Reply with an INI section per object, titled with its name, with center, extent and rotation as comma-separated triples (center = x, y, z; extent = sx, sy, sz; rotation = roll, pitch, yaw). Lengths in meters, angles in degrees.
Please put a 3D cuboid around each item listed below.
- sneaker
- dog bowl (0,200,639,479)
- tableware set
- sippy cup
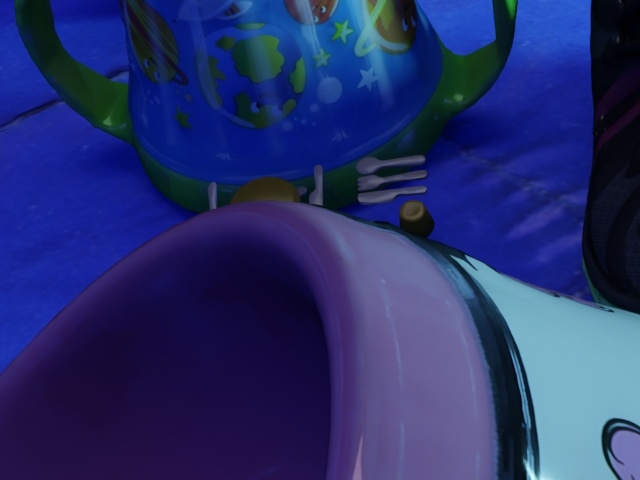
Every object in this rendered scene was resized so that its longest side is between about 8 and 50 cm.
[sneaker]
center = 0.229, -0.094, 1.029
extent = 0.185, 0.202, 0.483
rotation = -10, 31, 4
[dog bowl]
center = -0.043, 0.166, 0.544
extent = 0.408, 0.150, 0.408
rotation = -43, 27, 28
[tableware set]
center = 0.000, 0.000, 1.111
extent = 0.154, 0.024, 0.104
rotation = -8, 56, 9
[sippy cup]
center = -0.040, -0.169, 1.186
extent = 0.305, 0.224, 0.240
rotation = -27, 41, -13
